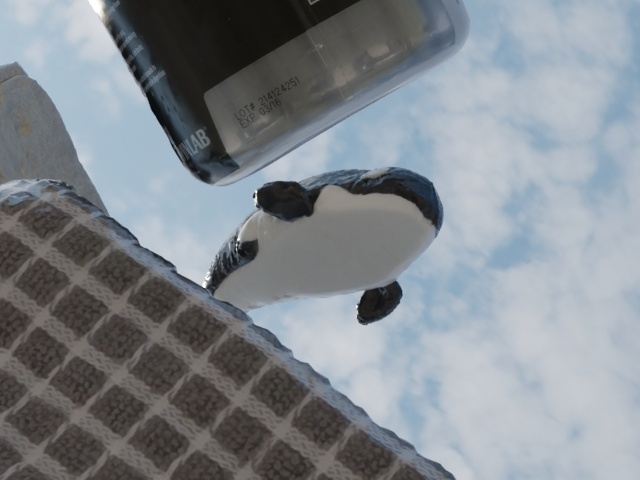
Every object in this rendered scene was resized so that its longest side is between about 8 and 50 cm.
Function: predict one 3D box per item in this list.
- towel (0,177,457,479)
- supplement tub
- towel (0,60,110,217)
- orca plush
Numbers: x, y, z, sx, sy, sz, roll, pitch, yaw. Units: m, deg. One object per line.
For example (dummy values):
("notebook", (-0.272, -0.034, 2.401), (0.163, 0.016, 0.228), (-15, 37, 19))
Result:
("towel", (-0.081, 0.122, 0.379), (0.283, 0.121, 0.235), (34, -129, 21))
("supplement tub", (-0.064, -0.207, 0.753), (0.193, 0.193, 0.316), (-28, -86, 13))
("towel", (-0.234, 0.009, 0.996), (0.049, 0.187, 0.282), (-19, -80, 34))
("orca plush", (0.000, 0.000, 1.080), (0.151, 0.287, 0.102), (34, -133, -9))
